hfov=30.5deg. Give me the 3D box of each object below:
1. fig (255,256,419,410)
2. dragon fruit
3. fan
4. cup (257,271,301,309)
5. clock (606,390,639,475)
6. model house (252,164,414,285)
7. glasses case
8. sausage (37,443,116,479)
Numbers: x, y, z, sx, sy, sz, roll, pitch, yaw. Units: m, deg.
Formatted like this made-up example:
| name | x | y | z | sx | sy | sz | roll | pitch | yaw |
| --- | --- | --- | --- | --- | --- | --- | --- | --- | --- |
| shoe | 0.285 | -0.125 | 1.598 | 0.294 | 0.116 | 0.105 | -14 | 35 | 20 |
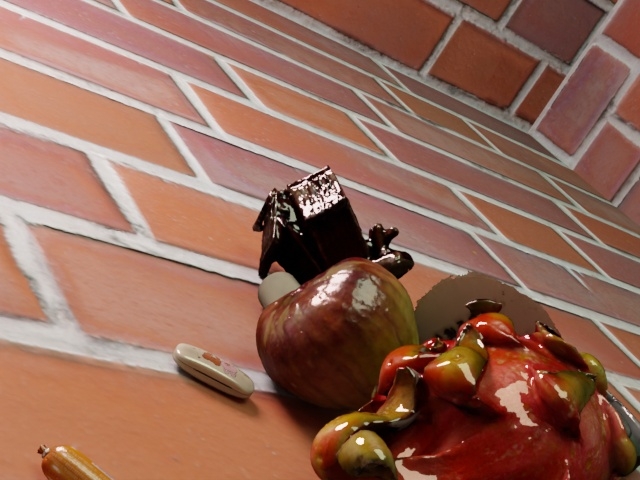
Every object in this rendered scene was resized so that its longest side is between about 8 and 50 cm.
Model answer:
| name | x | y | z | sx | sy | sz | roll | pitch | yaw |
| --- | --- | --- | --- | --- | --- | --- | --- | --- | --- |
| fig | 0.048 | 0.115 | 1.170 | 0.230 | 0.160 | 0.143 | 34 | 32 | -31 |
| dragon fruit | 0.127 | 0.183 | 1.012 | 0.307 | 0.228 | 0.243 | 14 | 20 | -14 |
| fan | 0.198 | 0.182 | 1.148 | 0.009 | 0.190 | 0.329 | -25 | 81 | -52 |
| cup | -0.025 | 0.078 | 1.284 | 0.075 | 0.054 | 0.083 | 19 | 19 | -34 |
| clock | 0.334 | 0.223 | 1.539 | 0.215 | 0.042 | 0.215 | 30 | 17 | -10 |
| model house | 0.010 | -0.005 | 1.360 | 0.141 | 0.203 | 0.164 | -19 | 78 | -29 |
| glasses case | -0.099 | 0.121 | 1.088 | 0.083 | 0.021 | 0.032 | 29 | 16 | -12 |
| sausage | -0.156 | 0.177 | 0.821 | 0.107 | 0.031 | 0.031 | 35 | 17 | 12 |
